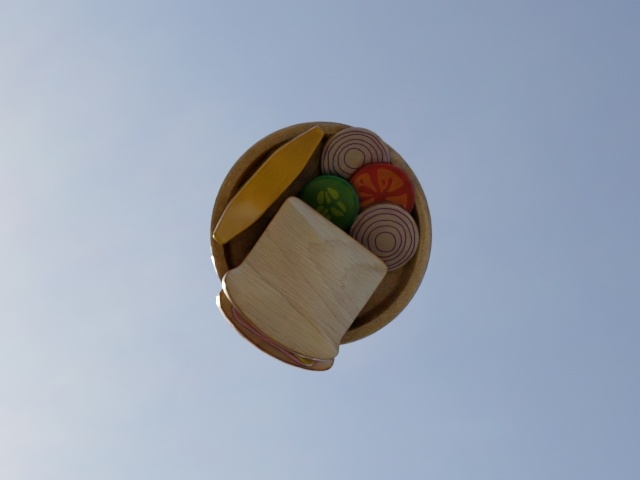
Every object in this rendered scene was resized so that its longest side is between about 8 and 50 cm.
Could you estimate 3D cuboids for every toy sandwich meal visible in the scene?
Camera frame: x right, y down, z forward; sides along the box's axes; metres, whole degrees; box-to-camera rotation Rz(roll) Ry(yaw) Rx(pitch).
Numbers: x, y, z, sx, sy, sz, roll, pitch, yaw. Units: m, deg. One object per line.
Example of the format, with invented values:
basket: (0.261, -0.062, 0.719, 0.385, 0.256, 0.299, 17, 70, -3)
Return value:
toy sandwich meal: (0.000, 0.000, 0.581, 0.085, 0.085, 0.029, 54, -9, -6)
